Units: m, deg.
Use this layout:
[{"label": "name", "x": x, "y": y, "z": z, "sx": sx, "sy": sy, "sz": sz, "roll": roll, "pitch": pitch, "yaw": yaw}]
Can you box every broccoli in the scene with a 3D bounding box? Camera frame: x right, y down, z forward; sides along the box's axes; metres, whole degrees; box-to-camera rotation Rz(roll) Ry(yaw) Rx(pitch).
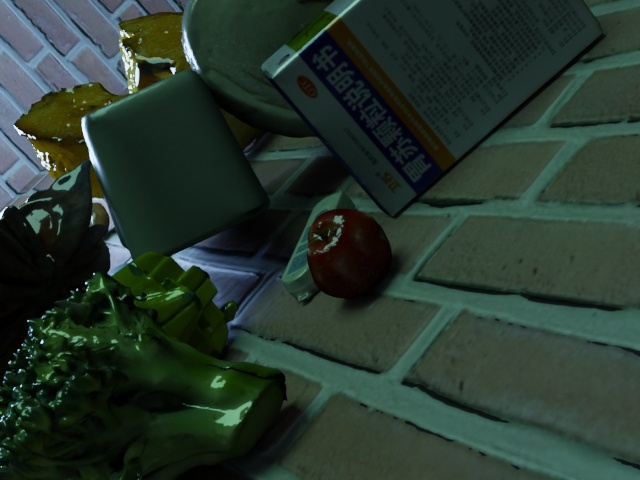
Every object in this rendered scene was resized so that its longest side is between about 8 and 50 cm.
[{"label": "broccoli", "x": -0.152, "y": 0.161, "z": 0.964, "sx": 0.245, "sy": 0.248, "sz": 0.288, "roll": 10, "pitch": 33, "yaw": 20}]

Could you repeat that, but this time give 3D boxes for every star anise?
[{"label": "star anise", "x": -0.351, "y": 0.040, "z": 1.258, "sx": 0.108, "sy": 0.315, "sz": 0.315, "roll": 13, "pitch": 52, "yaw": 33}]

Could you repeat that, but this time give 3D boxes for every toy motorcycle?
[{"label": "toy motorcycle", "x": -0.255, "y": 0.151, "z": 1.190, "sx": 0.342, "sy": 0.142, "sz": 0.206, "roll": -39, "pitch": 19, "yaw": 12}]

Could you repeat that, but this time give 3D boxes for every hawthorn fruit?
[{"label": "hawthorn fruit", "x": 0.022, "y": 0.010, "z": 1.036, "sx": 0.093, "sy": 0.093, "sz": 0.093, "roll": -36, "pitch": 20, "yaw": 16}]

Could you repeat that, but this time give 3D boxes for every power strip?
[{"label": "power strip", "x": 0.000, "y": 0.000, "z": 1.189, "sx": 0.047, "sy": 0.030, "sz": 0.191, "roll": -28, "pitch": 24, "yaw": 33}]

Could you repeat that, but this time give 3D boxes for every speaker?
[{"label": "speaker", "x": -0.195, "y": -0.093, "z": 1.382, "sx": 0.183, "sy": 0.184, "sz": 0.406, "roll": -25, "pitch": 7, "yaw": -7}]

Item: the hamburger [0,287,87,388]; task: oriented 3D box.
[{"label": "hamburger", "x": -0.440, "y": 0.126, "z": 1.466, "sx": 0.289, "sy": 0.170, "sz": 0.314, "roll": -8, "pitch": 37, "yaw": 12}]

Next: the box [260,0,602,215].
[{"label": "box", "x": 0.115, "y": -0.202, "z": 1.138, "sx": 0.299, "sy": 0.200, "sz": 0.106, "roll": -41, "pitch": 18, "yaw": 4}]

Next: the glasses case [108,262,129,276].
[{"label": "glasses case", "x": -0.281, "y": 0.069, "z": 1.558, "sx": 0.067, "sy": 0.045, "sz": 0.178, "roll": -47, "pitch": 21, "yaw": -14}]

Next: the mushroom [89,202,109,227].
[{"label": "mushroom", "x": -0.490, "y": 0.016, "z": 2.027, "sx": 0.225, "sy": 0.093, "sz": 0.116, "roll": -36, "pitch": 37, "yaw": -11}]

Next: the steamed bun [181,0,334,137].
[{"label": "steamed bun", "x": 0.026, "y": -0.252, "z": 1.363, "sx": 0.383, "sy": 0.236, "sz": 0.247, "roll": -20, "pitch": 7, "yaw": 0}]

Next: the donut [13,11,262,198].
[{"label": "donut", "x": -0.263, "y": -0.219, "z": 1.815, "sx": 0.377, "sy": 0.163, "sz": 0.435, "roll": 11, "pitch": 43, "yaw": 31}]
